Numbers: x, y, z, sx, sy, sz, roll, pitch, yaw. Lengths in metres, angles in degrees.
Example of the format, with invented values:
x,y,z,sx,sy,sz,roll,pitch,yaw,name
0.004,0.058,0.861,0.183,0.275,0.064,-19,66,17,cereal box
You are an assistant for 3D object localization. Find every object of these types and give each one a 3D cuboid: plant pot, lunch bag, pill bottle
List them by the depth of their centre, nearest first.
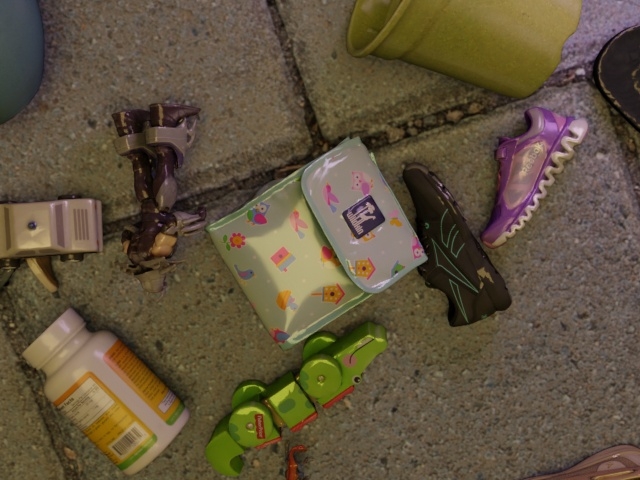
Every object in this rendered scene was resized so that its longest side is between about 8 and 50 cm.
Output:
x,y,z,sx,sy,sz,roll,pitch,yaw,name
-0.502,-0.268,1.561,0.290,0.290,0.195,-31,133,3,plant pot
0.212,-0.331,1.564,0.254,0.276,0.276,23,97,-16,plant pot
0.000,0.000,1.636,0.262,0.160,0.223,-30,93,6,lunch bag
-0.326,0.222,1.678,0.136,0.136,0.245,-43,96,5,pill bottle

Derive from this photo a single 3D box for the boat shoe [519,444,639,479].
x,y,z,sx,sy,sz,roll,pitch,yaw,name
0.370,0.426,1.731,0.341,0.110,0.121,-30,98,3,boat shoe

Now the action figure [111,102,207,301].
x,y,z,sx,sy,sz,roll,pitch,yaw,name
-0.237,-0.053,1.628,0.185,0.099,0.285,-5,84,43,action figure

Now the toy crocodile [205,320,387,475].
x,y,z,sx,sy,sz,roll,pitch,yaw,name
-0.037,0.238,1.698,0.340,0.115,0.105,-35,103,6,toy crocodile

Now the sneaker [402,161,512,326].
x,y,z,sx,sy,sz,roll,pitch,yaw,name
0.184,0.010,1.675,0.106,0.101,0.267,-30,97,6,sneaker

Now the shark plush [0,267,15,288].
x,y,z,sx,sy,sz,roll,pitch,yaw,name
-0.512,0.103,1.676,0.161,0.067,0.073,-32,99,3,shark plush

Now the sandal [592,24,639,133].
x,y,z,sx,sy,sz,roll,pitch,yaw,name
0.591,-0.141,1.655,0.446,0.107,0.167,37,96,-6,sandal

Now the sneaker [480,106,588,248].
x,y,z,sx,sy,sz,roll,pitch,yaw,name
0.296,-0.101,1.669,0.104,0.095,0.236,32,91,0,sneaker

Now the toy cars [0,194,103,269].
x,y,z,sx,sy,sz,roll,pitch,yaw,name
-0.499,-0.078,1.629,0.394,0.087,0.176,36,83,2,toy cars

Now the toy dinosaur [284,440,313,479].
x,y,z,sx,sy,sz,roll,pitch,yaw,name
-0.036,0.355,1.735,0.047,0.090,0.082,1,143,9,toy dinosaur

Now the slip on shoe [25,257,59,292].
x,y,z,sx,sy,sz,roll,pitch,yaw,name
-0.430,0.015,1.694,0.041,0.051,0.135,-32,91,-8,slip on shoe
